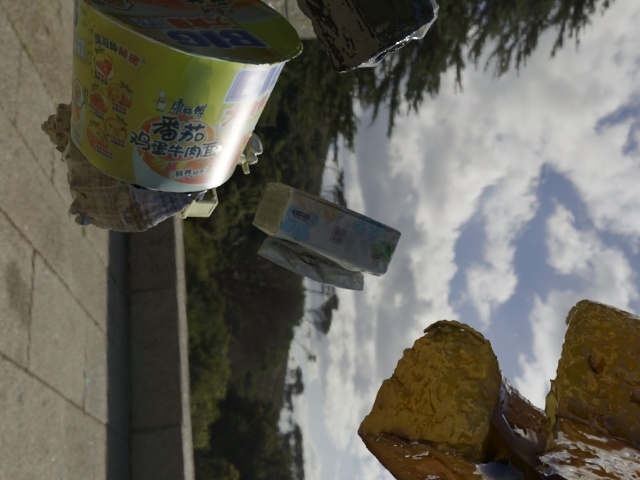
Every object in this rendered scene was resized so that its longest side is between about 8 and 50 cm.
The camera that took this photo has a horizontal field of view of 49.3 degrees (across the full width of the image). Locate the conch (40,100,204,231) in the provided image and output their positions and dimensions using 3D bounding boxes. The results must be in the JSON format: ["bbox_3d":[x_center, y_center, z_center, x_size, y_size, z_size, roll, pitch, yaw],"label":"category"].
[{"bbox_3d":[-0.365,-0.171,1.268,0.210,0.353,0.296,37,60,-61],"label":"conch"}]

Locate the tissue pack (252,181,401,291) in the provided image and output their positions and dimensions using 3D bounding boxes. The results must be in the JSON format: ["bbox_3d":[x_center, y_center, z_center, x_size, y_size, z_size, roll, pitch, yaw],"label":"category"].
[{"bbox_3d":[0.000,0.000,1.285,0.145,0.230,0.159,-68,-156,0],"label":"tissue pack"}]

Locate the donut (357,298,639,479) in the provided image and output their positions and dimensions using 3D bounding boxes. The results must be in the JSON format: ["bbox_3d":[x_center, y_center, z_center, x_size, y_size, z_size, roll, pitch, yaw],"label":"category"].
[{"bbox_3d":[0.278,0.230,0.753,0.435,0.378,0.163,-21,-149,55],"label":"donut"}]

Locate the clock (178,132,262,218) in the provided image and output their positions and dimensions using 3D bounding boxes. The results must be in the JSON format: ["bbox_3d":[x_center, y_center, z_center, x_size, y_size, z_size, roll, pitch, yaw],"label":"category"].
[{"bbox_3d":[-0.294,-0.177,1.571,0.379,0.277,0.120,-41,-125,47],"label":"clock"}]

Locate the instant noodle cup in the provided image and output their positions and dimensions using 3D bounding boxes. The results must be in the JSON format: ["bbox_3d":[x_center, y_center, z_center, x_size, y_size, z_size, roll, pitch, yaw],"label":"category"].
[{"bbox_3d":[-0.133,-0.147,0.637,0.205,0.205,0.153,-102,-152,-50],"label":"instant noodle cup"}]

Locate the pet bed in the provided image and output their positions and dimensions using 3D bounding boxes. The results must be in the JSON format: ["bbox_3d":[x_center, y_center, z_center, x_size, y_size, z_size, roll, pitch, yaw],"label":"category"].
[{"bbox_3d":[0.062,-0.375,1.054,0.210,0.183,0.159,60,32,-11],"label":"pet bed"}]
